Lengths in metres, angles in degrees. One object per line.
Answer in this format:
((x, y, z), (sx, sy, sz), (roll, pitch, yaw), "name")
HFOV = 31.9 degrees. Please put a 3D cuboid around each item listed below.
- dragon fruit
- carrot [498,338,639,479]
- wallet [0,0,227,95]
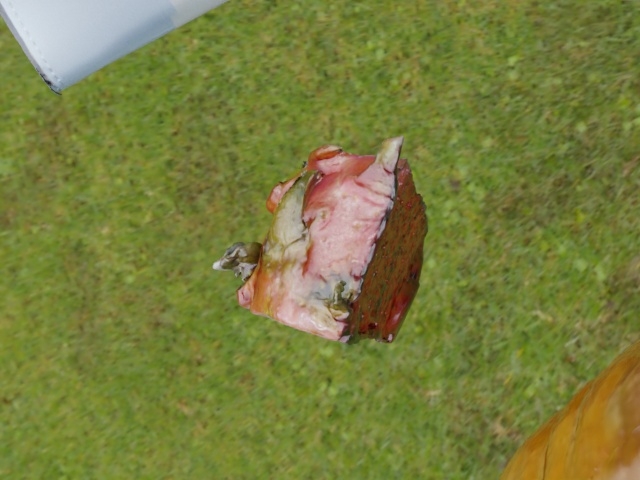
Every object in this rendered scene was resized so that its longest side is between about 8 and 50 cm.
((0.000, 0.000, 0.596), (0.096, 0.147, 0.102), (22, 81, 15), "dragon fruit")
((0.113, 0.103, 0.351), (0.159, 0.159, 0.225), (26, 145, 21), "carrot")
((-0.106, -0.207, 0.671), (0.231, 0.069, 0.170), (-24, 116, 13), "wallet")
